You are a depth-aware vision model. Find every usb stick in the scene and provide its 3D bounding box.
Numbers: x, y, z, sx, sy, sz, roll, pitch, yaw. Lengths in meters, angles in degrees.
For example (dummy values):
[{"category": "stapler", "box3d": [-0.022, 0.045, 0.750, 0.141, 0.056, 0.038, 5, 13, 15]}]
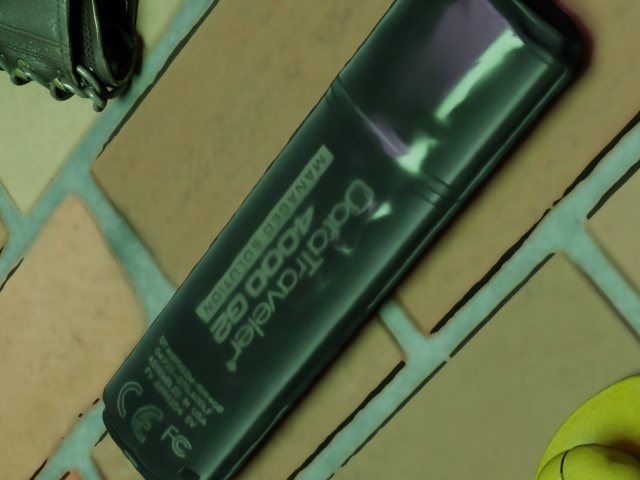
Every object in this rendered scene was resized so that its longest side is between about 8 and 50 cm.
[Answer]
[{"category": "usb stick", "box3d": [0.000, 0.000, 0.602, 0.077, 0.045, 0.278, 47, 116, 18]}]

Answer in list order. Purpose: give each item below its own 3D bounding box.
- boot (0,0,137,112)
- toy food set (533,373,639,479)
[{"category": "boot", "box3d": [-0.195, -0.102, 0.719, 0.229, 0.091, 0.263, 17, 114, 23]}, {"category": "toy food set", "box3d": [0.136, 0.148, 0.487, 0.128, 0.071, 0.218, -42, 68, 29]}]
